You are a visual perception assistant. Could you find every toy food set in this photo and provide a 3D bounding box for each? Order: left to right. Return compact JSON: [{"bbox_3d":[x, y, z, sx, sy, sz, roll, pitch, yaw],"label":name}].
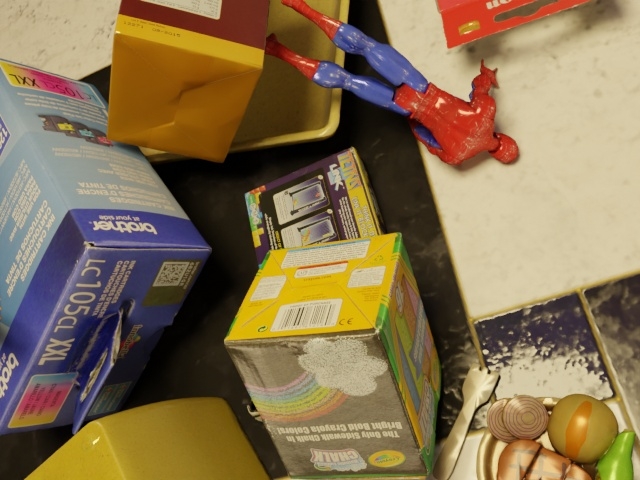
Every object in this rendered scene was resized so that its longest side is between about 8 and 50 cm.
[{"bbox_3d":[0.192,0.188,0.545,0.192,0.038,0.132,19,77,30],"label":"toy food set"}]

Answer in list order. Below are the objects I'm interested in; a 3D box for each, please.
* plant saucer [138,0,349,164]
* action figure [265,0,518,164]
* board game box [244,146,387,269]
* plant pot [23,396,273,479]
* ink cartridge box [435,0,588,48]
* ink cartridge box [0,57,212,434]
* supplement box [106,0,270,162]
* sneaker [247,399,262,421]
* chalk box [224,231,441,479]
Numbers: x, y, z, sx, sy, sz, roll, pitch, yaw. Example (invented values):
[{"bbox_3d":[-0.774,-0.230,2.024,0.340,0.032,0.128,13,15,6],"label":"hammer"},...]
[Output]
[{"bbox_3d":[-0.105,-0.240,0.847,0.333,0.081,0.332,-4,66,23],"label":"plant saucer"},{"bbox_3d":[0.088,-0.172,0.689,0.280,0.139,0.091,31,122,-5],"label":"action figure"},{"bbox_3d":[0.000,0.000,0.712,0.141,0.048,0.170,-21,61,13],"label":"board game box"},{"bbox_3d":[-0.167,0.271,0.588,0.212,0.187,0.212,-41,57,3],"label":"plant pot"},{"bbox_3d":[0.206,-0.316,0.716,0.181,0.056,0.224,-15,43,18],"label":"ink cartridge box"},{"bbox_3d":[-0.289,0.020,0.727,0.395,0.151,0.270,49,118,31],"label":"ink cartridge box"},{"bbox_3d":[-0.135,-0.217,0.672,0.129,0.191,0.194,10,67,-16],"label":"supplement box"},{"bbox_3d":[-0.042,0.150,0.672,0.032,0.037,0.083,30,81,34],"label":"sneaker"},{"bbox_3d":[0.028,0.121,0.577,0.132,0.213,0.132,-8,32,20],"label":"chalk box"}]
